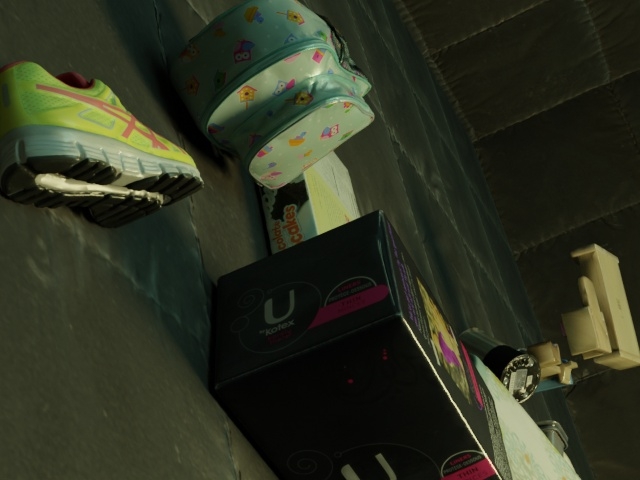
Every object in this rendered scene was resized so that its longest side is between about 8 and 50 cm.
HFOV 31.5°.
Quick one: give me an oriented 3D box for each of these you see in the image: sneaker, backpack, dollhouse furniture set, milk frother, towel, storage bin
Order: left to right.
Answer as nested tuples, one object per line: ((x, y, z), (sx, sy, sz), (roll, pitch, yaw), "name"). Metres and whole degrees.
((-0.148, -0.070, 0.771), (0.094, 0.081, 0.208), (68, 14, 15), "sneaker")
((-0.047, -0.146, 1.101), (0.144, 0.166, 0.188), (63, 13, 26), "backpack")
((0.248, 0.213, 1.807), (0.143, 0.129, 0.135), (20, 3, -34), "milk frother")
((0.264, 0.341, 1.534), (0.320, 0.090, 0.374), (52, 19, -5), "towel")
((0.324, 0.355, 1.791), (0.098, 0.135, 0.091), (54, 30, -44), "storage bin")
((0.360, 0.144, 1.963), (0.286, 0.303, 0.198), (21, 55, -57), "dollhouse furniture set")

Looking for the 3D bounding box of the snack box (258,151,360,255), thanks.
((0.000, 0.000, 1.262), (0.187, 0.060, 0.322), (50, 22, -49), "snack box")

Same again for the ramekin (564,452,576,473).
((0.384, 0.446, 1.892), (0.207, 0.109, 0.207), (60, 15, -28), "ramekin")

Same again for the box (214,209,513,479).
((0.043, 0.136, 0.978), (0.270, 0.165, 0.143), (57, 17, -34), "box")
